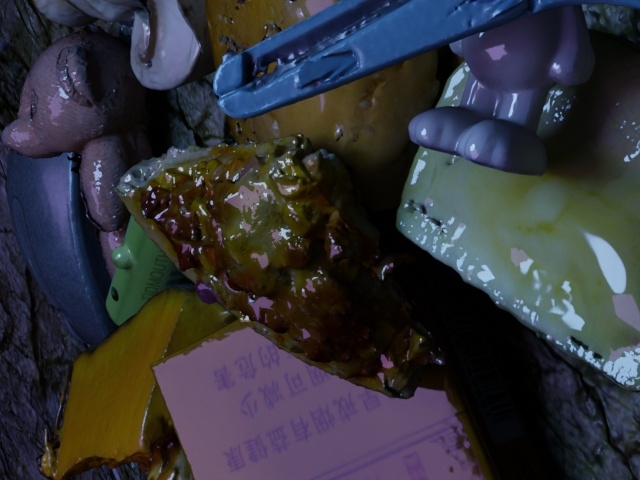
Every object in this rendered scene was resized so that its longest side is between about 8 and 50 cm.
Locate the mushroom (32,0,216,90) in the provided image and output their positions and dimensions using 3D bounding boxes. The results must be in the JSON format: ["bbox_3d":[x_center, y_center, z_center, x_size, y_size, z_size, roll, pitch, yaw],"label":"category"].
[{"bbox_3d":[-0.144,-0.265,1.482,0.195,0.189,0.253,-22,100,52],"label":"mushroom"}]

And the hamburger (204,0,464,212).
[{"bbox_3d":[0.012,-0.175,1.289,0.284,0.174,0.304,33,131,58],"label":"hamburger"}]

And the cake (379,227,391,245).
[{"bbox_3d":[-0.004,0.001,1.409,0.080,0.185,0.116,-23,99,24],"label":"cake"}]

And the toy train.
[{"bbox_3d":[-0.130,0.000,1.647,0.105,0.157,0.253,59,149,25],"label":"toy train"}]

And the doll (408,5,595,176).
[{"bbox_3d":[0.112,-0.191,1.056,0.208,0.144,0.271,39,107,28],"label":"doll"}]

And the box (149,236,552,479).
[{"bbox_3d":[0.056,0.236,1.363,0.264,0.116,0.415,-28,79,24],"label":"box"}]

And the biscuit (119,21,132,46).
[{"bbox_3d":[-0.178,-0.333,1.632,0.186,0.079,0.309,15,119,60],"label":"biscuit"}]

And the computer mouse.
[{"bbox_3d":[-0.295,-0.010,1.983,0.203,0.114,0.374,16,120,56],"label":"computer mouse"}]

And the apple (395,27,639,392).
[{"bbox_3d":[0.183,-0.033,1.116,0.265,0.120,0.193,35,105,45],"label":"apple"}]

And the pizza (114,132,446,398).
[{"bbox_3d":[-0.032,0.007,1.234,0.289,0.081,0.228,38,147,11],"label":"pizza"}]

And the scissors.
[{"bbox_3d":[0.106,-0.165,0.985,0.180,0.393,0.032,68,-163,1],"label":"scissors"}]

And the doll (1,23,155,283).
[{"bbox_3d":[-0.244,-0.070,1.774,0.201,0.156,0.303,-84,-15,-76],"label":"doll"}]

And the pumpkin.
[{"bbox_3d":[-0.097,0.196,1.601,0.303,0.256,0.225,50,147,-9],"label":"pumpkin"}]
